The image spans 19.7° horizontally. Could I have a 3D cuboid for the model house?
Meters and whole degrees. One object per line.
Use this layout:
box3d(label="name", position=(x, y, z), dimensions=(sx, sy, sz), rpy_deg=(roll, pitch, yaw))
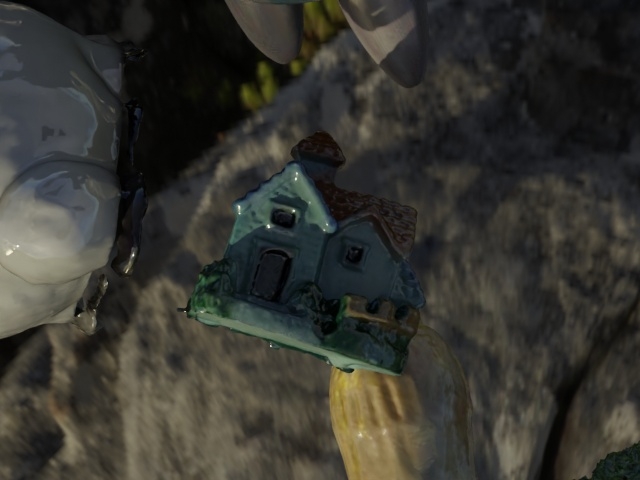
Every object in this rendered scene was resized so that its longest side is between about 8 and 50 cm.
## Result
box3d(label="model house", position=(0.000, 0.000, 1.171), dimensions=(0.148, 0.119, 0.148), rpy_deg=(14, 82, 0))

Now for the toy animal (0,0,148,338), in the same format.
box3d(label="toy animal", position=(-0.277, -0.055, 1.002), dimensions=(0.357, 0.258, 0.194), rpy_deg=(10, 83, -13))

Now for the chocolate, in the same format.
box3d(label="chocolate", position=(0.084, 0.218, 1.590), dimensions=(0.134, 0.134, 0.309), rpy_deg=(-7, 84, 2))

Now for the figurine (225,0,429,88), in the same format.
box3d(label="figurine", position=(0.023, -0.256, 1.140), dimensions=(0.266, 0.377, 0.361), rpy_deg=(-30, 30, 0))

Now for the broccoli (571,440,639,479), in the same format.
box3d(label="broccoli", position=(0.325, 0.361, 1.583), dimensions=(0.413, 0.321, 0.310), rpy_deg=(55, 127, 23))
